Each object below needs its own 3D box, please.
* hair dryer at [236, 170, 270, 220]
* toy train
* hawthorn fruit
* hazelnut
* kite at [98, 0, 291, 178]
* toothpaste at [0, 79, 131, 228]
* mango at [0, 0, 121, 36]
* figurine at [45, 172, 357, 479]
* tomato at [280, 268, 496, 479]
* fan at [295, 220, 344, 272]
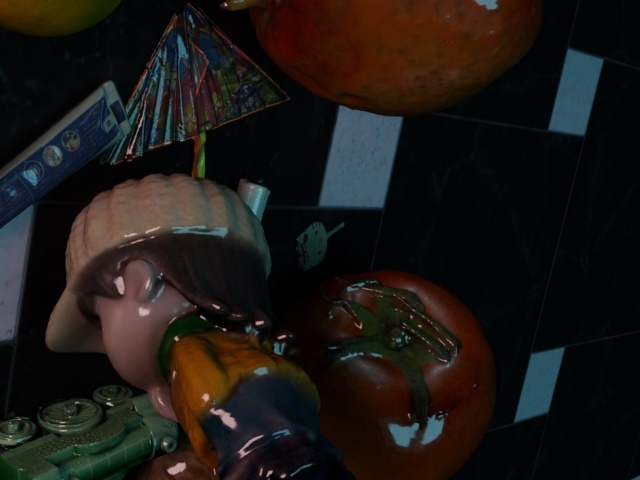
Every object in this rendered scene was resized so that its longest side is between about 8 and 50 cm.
[{"bbox_3d":[-0.092,0.047,0.978,0.131,0.073,0.237,21,80,-53],"label":"hair dryer"},{"bbox_3d":[-0.208,0.182,0.855,0.178,0.104,0.071,-17,114,-46],"label":"toy train"},{"bbox_3d":[0.042,-0.239,0.866,0.298,0.277,0.277,-17,120,-23],"label":"hawthorn fruit"},{"bbox_3d":[-0.112,0.247,0.961,0.150,0.150,0.150,-23,122,-43],"label":"hazelnut"},{"bbox_3d":[-0.108,-0.133,0.909,0.241,0.014,0.184,-23,123,-44],"label":"kite"},{"bbox_3d":[-0.229,-0.057,0.783,0.197,0.034,0.057,-46,140,-31],"label":"toothpaste"},{"bbox_3d":[-0.202,-0.202,0.710,0.163,0.089,0.111,22,87,-60],"label":"mango"},{"bbox_3d":[-0.082,0.076,0.781,0.204,0.332,0.185,-50,144,-9],"label":"figurine"},{"bbox_3d":[0.063,0.157,1.054,0.255,0.255,0.225,-33,147,-37],"label":"tomato"},{"bbox_3d":[0.000,0.000,1.099,0.083,0.004,0.056,-34,129,-37],"label":"fan"}]
